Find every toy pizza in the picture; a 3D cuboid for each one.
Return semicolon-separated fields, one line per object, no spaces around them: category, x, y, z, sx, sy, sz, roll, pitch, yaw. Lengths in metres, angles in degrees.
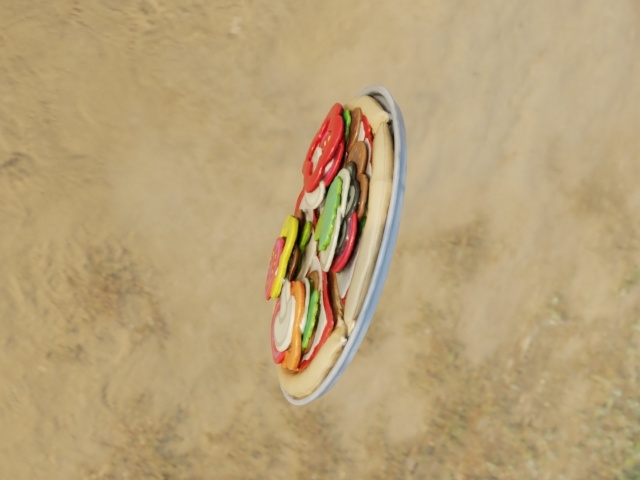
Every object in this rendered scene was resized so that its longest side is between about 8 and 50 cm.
toy pizza;0.000;0.000;0.785;0.032;0.201;0.201;15;94;-15
